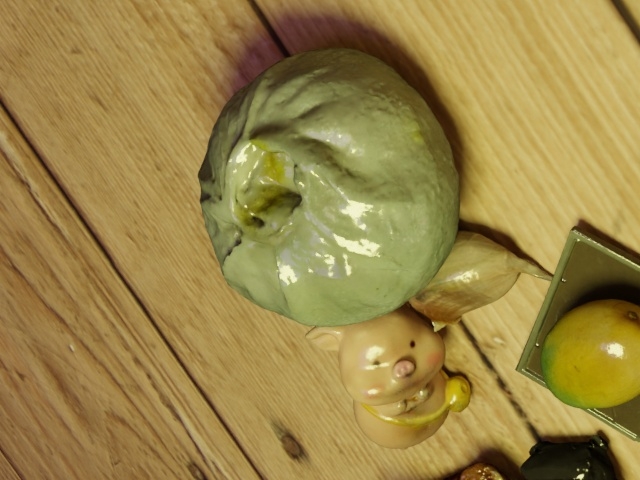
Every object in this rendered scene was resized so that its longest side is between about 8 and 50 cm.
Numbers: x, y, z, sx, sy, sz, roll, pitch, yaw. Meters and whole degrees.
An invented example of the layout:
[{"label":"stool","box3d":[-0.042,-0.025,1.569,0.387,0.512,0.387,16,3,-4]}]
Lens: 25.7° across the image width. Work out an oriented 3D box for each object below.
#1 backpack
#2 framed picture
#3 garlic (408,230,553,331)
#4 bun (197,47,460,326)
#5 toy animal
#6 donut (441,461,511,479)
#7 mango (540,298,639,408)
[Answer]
[{"label":"backpack","box3d":[0.339,0.343,1.835,0.120,0.106,0.165,-15,105,43]},{"label":"framed picture","box3d":[0.351,0.119,1.707,0.189,0.023,0.260,29,136,18]},{"label":"garlic","box3d":[0.193,0.045,1.775,0.128,0.090,0.198,39,136,-25]},{"label":"bun","box3d":[-0.009,-0.060,1.724,0.362,0.211,0.362,11,109,37]},{"label":"toy animal","box3d":[0.106,0.189,1.900,0.149,0.165,0.248,32,147,51]},{"label":"donut","box3d":[0.191,0.388,1.990,0.295,0.151,0.112,-30,80,31]},{"label":"mango","box3d":[0.329,0.140,1.667,0.130,0.092,0.194,37,147,10]}]
